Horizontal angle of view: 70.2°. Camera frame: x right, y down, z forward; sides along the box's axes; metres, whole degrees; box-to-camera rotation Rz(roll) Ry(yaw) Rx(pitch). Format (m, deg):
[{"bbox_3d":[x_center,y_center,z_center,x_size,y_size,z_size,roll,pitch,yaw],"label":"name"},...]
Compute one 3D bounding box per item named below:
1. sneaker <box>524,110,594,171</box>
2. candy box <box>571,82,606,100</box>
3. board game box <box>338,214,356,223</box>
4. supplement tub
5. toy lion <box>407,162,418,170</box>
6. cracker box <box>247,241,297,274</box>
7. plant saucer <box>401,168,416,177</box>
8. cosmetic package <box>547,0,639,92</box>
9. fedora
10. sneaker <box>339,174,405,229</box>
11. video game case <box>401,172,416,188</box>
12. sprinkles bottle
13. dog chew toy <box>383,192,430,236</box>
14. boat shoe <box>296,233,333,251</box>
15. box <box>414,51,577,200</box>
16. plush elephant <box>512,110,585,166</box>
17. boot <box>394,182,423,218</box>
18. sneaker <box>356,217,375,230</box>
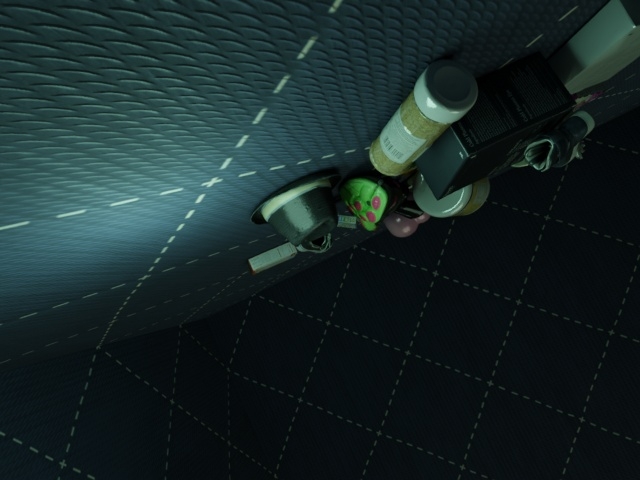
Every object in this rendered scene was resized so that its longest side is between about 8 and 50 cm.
[{"bbox_3d":[0.615,-0.233,1.226,0.163,0.086,0.226,-37,158,-5],"label":"sneaker"},{"bbox_3d":[0.965,-0.547,1.759,0.234,0.071,0.159,-20,171,-32],"label":"candy box"},{"bbox_3d":[0.087,-0.073,1.751,0.104,0.026,0.154,6,175,6],"label":"board game box"},{"bbox_3d":[0.550,-0.219,1.882,0.241,0.240,0.331,-31,167,34],"label":"supplement tub"},{"bbox_3d":[0.332,-0.274,1.744,0.096,0.034,0.100,-21,176,35],"label":"toy lion"},{"bbox_3d":[-0.236,0.086,2.217,0.233,0.067,0.155,-23,173,-14],"label":"cracker box"},{"bbox_3d":[0.360,-0.280,1.837,0.084,0.015,0.083,-25,172,-4],"label":"plant saucer"},{"bbox_3d":[0.772,-0.521,1.211,0.285,0.097,0.377,-26,173,-13],"label":"cosmetic package"},{"bbox_3d":[-0.050,-0.074,1.390,0.334,0.152,0.334,-25,172,-4],"label":"fedora"},{"bbox_3d":[0.196,-0.167,1.643,0.202,0.185,0.483,-44,175,1],"label":"sneaker"},{"bbox_3d":[0.463,-0.277,2.092,0.232,0.041,0.210,-21,173,-32],"label":"video game case"},{"bbox_3d":[0.222,-0.268,1.063,0.121,0.121,0.355,-23,173,-17],"label":"sprinkles bottle"},{"bbox_3d":[0.502,-0.164,2.460,0.332,0.206,0.207,-35,170,14],"label":"dog chew toy"},{"bbox_3d":[-0.001,-0.004,2.197,0.105,0.113,0.306,-13,170,30],"label":"boat shoe"},{"bbox_3d":[0.457,-0.301,1.279,0.313,0.178,0.343,-26,167,-6],"label":"box"},{"bbox_3d":[0.768,-0.394,1.651,0.330,0.271,0.255,22,-177,-36],"label":"plush elephant"},{"bbox_3d":[0.384,-0.173,2.033,0.207,0.094,0.246,12,163,-21],"label":"boot"},{"bbox_3d":[0.187,-0.124,2.065,0.099,0.121,0.262,-62,154,-10],"label":"sneaker"}]
